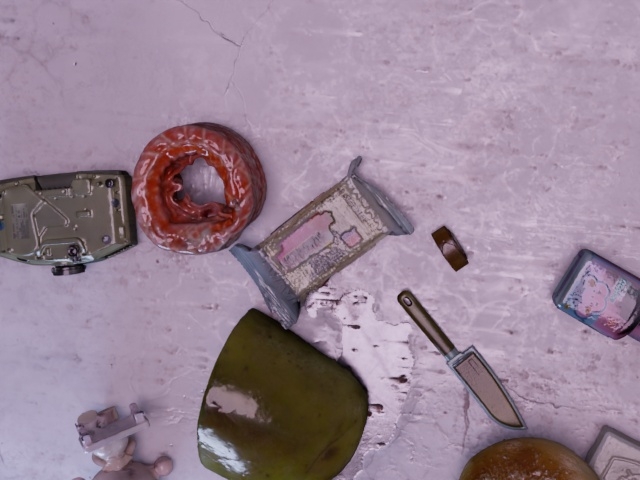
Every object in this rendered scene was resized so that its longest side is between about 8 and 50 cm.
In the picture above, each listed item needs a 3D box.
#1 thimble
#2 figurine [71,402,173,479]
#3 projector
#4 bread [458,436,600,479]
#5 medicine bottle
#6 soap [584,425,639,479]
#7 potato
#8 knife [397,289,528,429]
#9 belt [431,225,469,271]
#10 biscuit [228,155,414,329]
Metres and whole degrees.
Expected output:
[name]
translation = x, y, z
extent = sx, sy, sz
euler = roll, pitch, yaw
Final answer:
[thimble]
translation = -0.221, -0.093, 1.893
extent = 0.239, 0.162, 0.239
euler = 1, 95, 8
[figurine]
translation = -0.374, 0.449, 1.993
extent = 0.144, 0.182, 0.257
euler = -3, 106, 50
[projector]
translation = -0.488, -0.032, 1.975
extent = 0.269, 0.088, 0.194
euler = -5, 92, 8
[bread]
translation = 0.375, 0.503, 1.853
extent = 0.305, 0.159, 0.306
euler = 6, 105, 21
[medicine bottle]
translation = 0.519, 0.109, 1.845
extent = 0.188, 0.094, 0.119
euler = 30, 98, 4
[soap]
translation = 0.571, 0.431, 1.888
extent = 0.183, 0.064, 0.121
euler = 26, 99, 6
[potato]
translation = -0.065, 0.332, 1.893
extent = 0.280, 0.213, 0.330
euler = 17, 100, 6
[knife]
translation = 0.266, 0.223, 1.927
extent = 0.061, 0.027, 0.343
euler = -38, 90, 6
[belt]
translation = 0.236, 0.014, 1.892
extent = 0.036, 0.059, 0.083
euler = -34, 90, 10
[biscuit]
translation = 0.003, 0.004, 1.916
extent = 0.309, 0.079, 0.186
euler = -36, 88, 8
